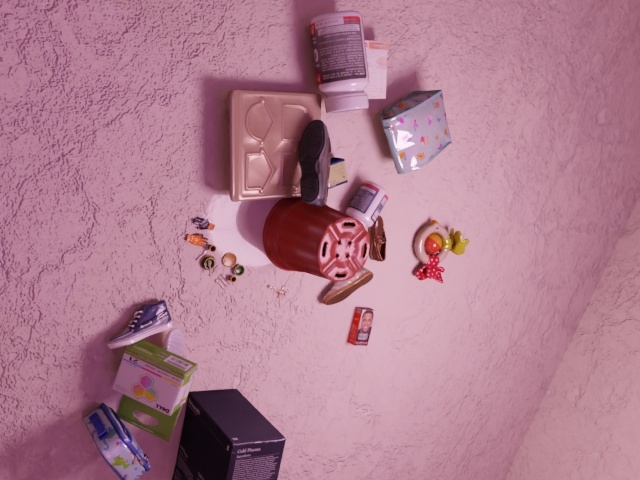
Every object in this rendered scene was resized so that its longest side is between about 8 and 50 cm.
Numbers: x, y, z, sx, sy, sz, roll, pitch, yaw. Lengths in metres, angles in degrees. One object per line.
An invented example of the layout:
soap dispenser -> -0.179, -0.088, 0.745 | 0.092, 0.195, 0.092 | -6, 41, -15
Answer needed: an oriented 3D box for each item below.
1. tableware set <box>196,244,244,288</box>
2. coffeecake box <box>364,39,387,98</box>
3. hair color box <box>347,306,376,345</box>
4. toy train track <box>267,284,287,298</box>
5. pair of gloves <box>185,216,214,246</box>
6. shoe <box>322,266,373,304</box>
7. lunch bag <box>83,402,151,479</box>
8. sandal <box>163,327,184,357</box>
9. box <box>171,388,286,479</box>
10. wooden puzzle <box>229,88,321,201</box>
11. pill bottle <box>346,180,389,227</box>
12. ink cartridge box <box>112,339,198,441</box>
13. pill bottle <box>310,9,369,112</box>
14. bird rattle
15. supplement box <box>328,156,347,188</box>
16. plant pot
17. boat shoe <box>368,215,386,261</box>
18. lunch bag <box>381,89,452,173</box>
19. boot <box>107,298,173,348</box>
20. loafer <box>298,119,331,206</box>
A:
tableware set -> -0.303, 0.074, 1.730 | 0.104, 0.024, 0.154 | -47, 124, -17
coffeecake box -> 0.148, -0.566, 1.858 | 0.142, 0.068, 0.186 | -10, 108, -34
hair color box -> 0.157, 0.325, 2.123 | 0.072, 0.043, 0.141 | 9, 96, -37
toy train track -> -0.142, 0.168, 1.879 | 0.083, 0.014, 0.048 | 30, 84, -37
pair of gloves -> -0.358, -0.025, 1.670 | 0.074, 0.010, 0.083 | 22, 88, -38
shoe -> 0.092, 0.163, 2.030 | 0.219, 0.058, 0.077 | -29, 149, -22
lunch bag -> -0.565, 0.557, 1.544 | 0.090, 0.219, 0.176 | -37, 121, -24
sandal -> -0.457, 0.383, 1.668 | 0.102, 0.076, 0.265 | -11, 109, -62
box -> -0.287, 0.669, 1.701 | 0.178, 0.343, 0.313 | 6, 100, -36
wooden puzzle -> -0.144, -0.291, 1.718 | 0.347, 0.080, 0.322 | -9, 107, -40
pill bottle -> 0.153, -0.109, 1.962 | 0.108, 0.108, 0.180 | 39, 79, -37
ink cartridge box -> -0.481, 0.437, 1.571 | 0.097, 0.188, 0.255 | -29, 141, -79
pill bottle -> 0.064, -0.543, 1.724 | 0.161, 0.161, 0.283 | -15, 103, -33
bird rattle -> 0.452, 0.036, 2.243 | 0.253, 0.143, 0.207 | -44, 113, -3
supplement box -> 0.039, -0.227, 1.878 | 0.083, 0.056, 0.083 | -23, 115, -30
plant pot -> 0.000, 0.000, 1.779 | 0.272, 0.265, 0.273 | -11, 109, -34
boat shoe -> 0.220, -0.007, 2.068 | 0.064, 0.060, 0.178 | -13, 110, -33
lunch bag -> 0.325, -0.384, 1.984 | 0.262, 0.160, 0.223 | -38, 122, -29
boot -> -0.521, 0.236, 1.596 | 0.190, 0.069, 0.086 | -20, 100, -33
loafer -> -0.011, -0.234, 1.722 | 0.084, 0.096, 0.268 | 22, 69, -57
